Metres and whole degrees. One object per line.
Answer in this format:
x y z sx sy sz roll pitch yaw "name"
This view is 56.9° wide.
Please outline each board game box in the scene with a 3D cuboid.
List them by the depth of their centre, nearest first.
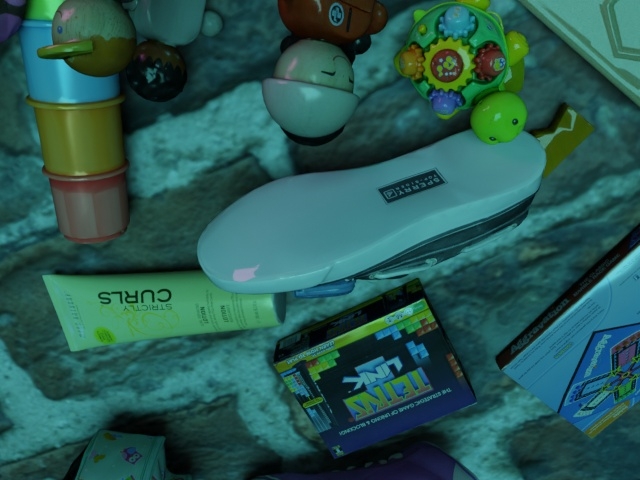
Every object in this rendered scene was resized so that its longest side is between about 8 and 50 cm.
0.331 0.073 0.601 0.145 0.027 0.281 37 109 -12 "board game box"
0.058 0.139 0.623 0.170 0.048 0.141 -26 109 12 "board game box"

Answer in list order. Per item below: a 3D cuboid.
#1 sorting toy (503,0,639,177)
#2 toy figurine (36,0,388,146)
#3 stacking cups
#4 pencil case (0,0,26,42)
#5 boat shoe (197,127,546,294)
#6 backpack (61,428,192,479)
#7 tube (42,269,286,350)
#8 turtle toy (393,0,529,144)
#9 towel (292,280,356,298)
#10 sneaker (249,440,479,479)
0.238 -0.214 0.480 0.229 0.041 0.307 36 115 -10 "sorting toy"
-0.063 -0.152 0.414 0.209 0.213 0.148 10 99 -4 "toy figurine"
-0.206 -0.154 0.494 0.095 0.096 0.317 3 118 0 "stacking cups"
-0.291 -0.133 0.363 0.098 0.209 0.095 33 134 0 "pencil case"
0.048 -0.008 0.516 0.301 0.108 0.102 -20 141 -8 "boat shoe"
-0.215 0.304 0.634 0.144 0.166 0.189 7 116 -3 "backpack"
-0.156 0.067 0.594 0.240 0.062 0.070 -5 72 8 "tube"
0.118 -0.135 0.477 0.130 0.066 0.095 48 125 -4 "turtle toy"
0.000 0.000 0.576 0.067 0.029 0.120 -4 112 2 "towel"
0.049 0.290 0.661 0.282 0.161 0.102 -3 110 38 "sneaker"
